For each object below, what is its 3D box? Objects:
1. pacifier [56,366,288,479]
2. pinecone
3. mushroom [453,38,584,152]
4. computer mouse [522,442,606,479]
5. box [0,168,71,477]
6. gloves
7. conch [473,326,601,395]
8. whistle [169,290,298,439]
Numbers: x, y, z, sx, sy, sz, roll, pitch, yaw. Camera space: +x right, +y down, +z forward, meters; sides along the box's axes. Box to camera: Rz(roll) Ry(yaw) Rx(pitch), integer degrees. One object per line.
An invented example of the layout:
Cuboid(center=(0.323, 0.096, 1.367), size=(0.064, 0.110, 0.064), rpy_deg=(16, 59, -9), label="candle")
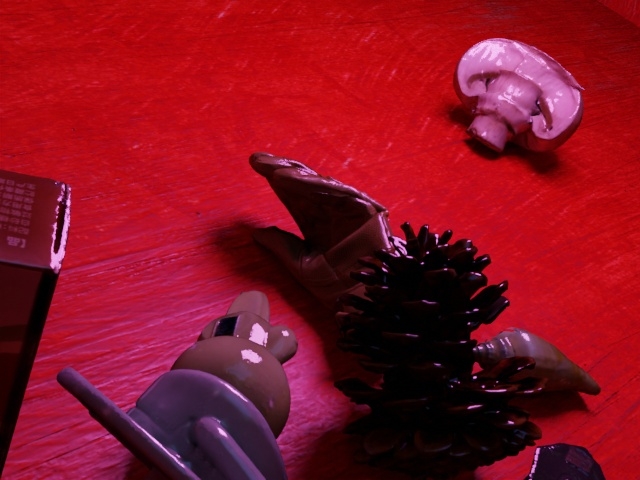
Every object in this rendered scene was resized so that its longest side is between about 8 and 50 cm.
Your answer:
Cuboid(center=(-0.136, 0.250, 0.857), size=(0.288, 0.343, 0.269), rpy_deg=(37, 76, 13), label="pacifier")
Cuboid(center=(0.129, 0.122, 1.152), size=(0.246, 0.292, 0.246), rpy_deg=(-7, 4, 0), label="pinecone")
Cuboid(center=(0.367, -0.250, 1.969), size=(0.254, 0.195, 0.189), rpy_deg=(33, 0, 19), label="mushroom")
Cuboid(center=(0.267, 0.301, 1.190), size=(0.099, 0.057, 0.172), rpy_deg=(33, 45, 11), label="computer mouse")
Cuboid(center=(-0.420, 0.079, 0.789), size=(0.385, 0.344, 0.122), rpy_deg=(12, 35, -18), label="box")
Cuboid(center=(0.015, -0.001, 1.375), size=(0.141, 0.154, 0.331), rpy_deg=(-15, 53, -25), label="gloves")
Cuboid(center=(0.279, 0.162, 1.381), size=(0.201, 0.079, 0.095), rpy_deg=(22, 14, -37), label="conch")
Cuboid(center=(-0.088, 0.150, 1.141), size=(0.141, 0.141, 0.294), rpy_deg=(25, 14, 2), label="whistle")
